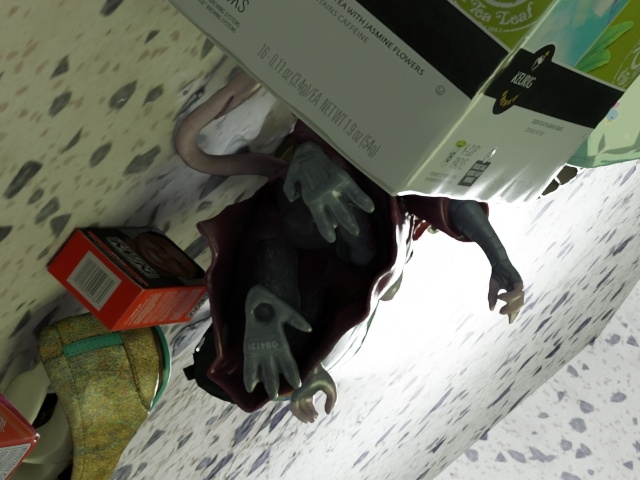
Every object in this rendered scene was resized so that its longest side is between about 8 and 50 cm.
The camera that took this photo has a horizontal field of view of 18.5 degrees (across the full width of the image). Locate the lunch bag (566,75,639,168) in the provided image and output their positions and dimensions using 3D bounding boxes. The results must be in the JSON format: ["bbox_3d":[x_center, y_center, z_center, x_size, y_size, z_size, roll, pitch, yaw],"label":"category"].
[{"bbox_3d":[0.284,-0.210,1.771,0.262,0.160,0.223,-39,141,-43],"label":"lunch bag"}]

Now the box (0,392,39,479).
[{"bbox_3d":[-0.321,0.181,1.262,0.257,0.122,0.128,-50,164,13],"label":"box"}]

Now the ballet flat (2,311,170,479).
[{"bbox_3d":[-0.220,0.173,1.590,0.123,0.123,0.348,-35,162,-40],"label":"ballet flat"}]

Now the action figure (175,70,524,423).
[{"bbox_3d":[0.000,0.000,1.582,0.248,0.276,0.370,-32,-179,17],"label":"action figure"}]

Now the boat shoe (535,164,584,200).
[{"bbox_3d":[0.299,-0.190,2.036,0.355,0.130,0.132,-36,159,-17],"label":"boat shoe"}]

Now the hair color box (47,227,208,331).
[{"bbox_3d":[-0.139,0.028,1.477,0.043,0.072,0.141,-51,166,12],"label":"hair color box"}]

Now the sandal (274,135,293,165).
[{"bbox_3d":[-0.015,-0.038,1.699,0.072,0.049,0.180,-40,164,-26],"label":"sandal"}]

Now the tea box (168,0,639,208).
[{"bbox_3d":[0.118,-0.210,1.278,0.323,0.220,0.329,-52,165,13],"label":"tea box"}]

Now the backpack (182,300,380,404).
[{"bbox_3d":[-0.027,0.074,1.833,0.182,0.115,0.152,-28,154,-58],"label":"backpack"}]

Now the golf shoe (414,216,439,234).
[{"bbox_3d":[0.073,-0.040,1.810,0.105,0.120,0.273,-44,167,-19],"label":"golf shoe"}]
